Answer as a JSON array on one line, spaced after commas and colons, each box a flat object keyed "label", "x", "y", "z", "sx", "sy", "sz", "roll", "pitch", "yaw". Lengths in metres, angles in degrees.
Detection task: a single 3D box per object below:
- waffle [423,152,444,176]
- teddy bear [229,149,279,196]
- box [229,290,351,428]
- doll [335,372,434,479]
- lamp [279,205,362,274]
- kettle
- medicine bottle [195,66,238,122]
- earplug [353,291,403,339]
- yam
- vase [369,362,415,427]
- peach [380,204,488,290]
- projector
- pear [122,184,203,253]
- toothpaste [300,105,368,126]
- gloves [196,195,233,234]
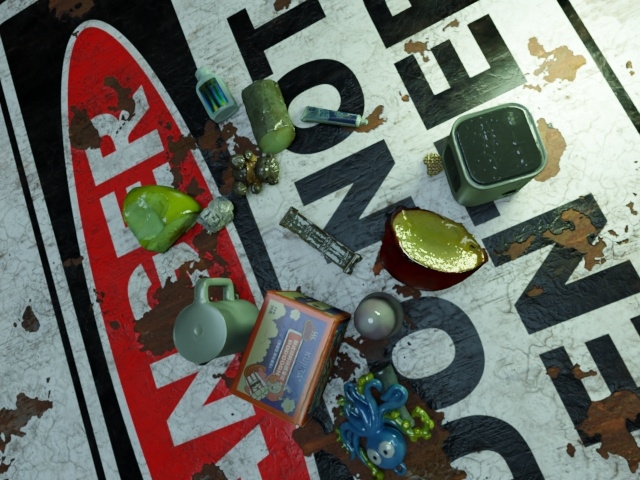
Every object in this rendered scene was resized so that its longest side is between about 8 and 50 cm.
[{"label": "waffle", "x": 0.414, "y": -0.282, "z": 1.539, "sx": 0.078, "sy": 0.016, "sz": 0.085, "roll": -28, "pitch": 78, "yaw": 4}, {"label": "teddy bear", "x": -0.255, "y": -0.271, "z": 1.645, "sx": 0.190, "sy": 0.140, "sz": 0.177, "roll": -4, "pitch": 111, "yaw": 5}, {"label": "box", "x": -0.079, "y": 0.371, "z": 1.415, "sx": 0.256, "sy": 0.318, "sz": 0.349, "roll": 20, "pitch": 87, "yaw": 13}, {"label": "doll", "x": 0.182, "y": 0.624, "z": 1.396, "sx": 0.346, "sy": 0.098, "sz": 0.341, "roll": -43, "pitch": 79, "yaw": 23}, {"label": "lamp", "x": 0.000, "y": 0.000, "z": 1.563, "sx": 0.325, "sy": 0.090, "sz": 0.089, "roll": 37, "pitch": 93, "yaw": 16}, {"label": "kettle", "x": -0.342, "y": 0.285, "z": 1.489, "sx": 0.205, "sy": 0.318, "sz": 0.265, "roll": 27, "pitch": 91, "yaw": 16}, {"label": "medicine bottle", "x": -0.445, "y": -0.614, "z": 1.747, "sx": 0.121, "sy": 0.083, "sz": 0.229, "roll": -32, "pitch": 78, "yaw": 10}, {"label": "earplug", "x": 0.182, "y": 0.256, "z": 1.376, "sx": 0.172, "sy": 0.301, "sz": 0.173, "roll": -1, "pitch": 83, "yaw": 12}, {"label": "yam", "x": -0.204, "y": -0.490, "z": 1.641, "sx": 0.161, "sy": 0.161, "sz": 0.268, "roll": -21, "pitch": 77, "yaw": 10}, {"label": "vase", "x": 0.251, "y": 0.538, "z": 1.442, "sx": 0.086, "sy": 0.086, "sz": 0.214, "roll": -28, "pitch": 82, "yaw": 8}, {"label": "peach", "x": 0.364, "y": 0.048, "z": 1.421, "sx": 0.361, "sy": 0.201, "sz": 0.258, "roll": 15, "pitch": 55, "yaw": 1}, {"label": "projector", "x": 0.553, "y": -0.271, "z": 1.379, "sx": 0.248, "sy": 0.249, "sz": 0.248, "roll": -16, "pitch": 80, "yaw": 7}, {"label": "pear", "x": -0.665, "y": -0.122, "z": 1.693, "sx": 0.286, "sy": 0.176, "sz": 0.282, "roll": -42, "pitch": 74, "yaw": 4}, {"label": "toothpaste", "x": 0.054, "y": -0.479, "z": 1.636, "sx": 0.268, "sy": 0.047, "sz": 0.069, "roll": 13, "pitch": 99, "yaw": 18}, {"label": "gloves", "x": -0.410, "y": -0.099, "z": 1.670, "sx": 0.153, "sy": 0.070, "sz": 0.114, "roll": -45, "pitch": 100, "yaw": -4}]
